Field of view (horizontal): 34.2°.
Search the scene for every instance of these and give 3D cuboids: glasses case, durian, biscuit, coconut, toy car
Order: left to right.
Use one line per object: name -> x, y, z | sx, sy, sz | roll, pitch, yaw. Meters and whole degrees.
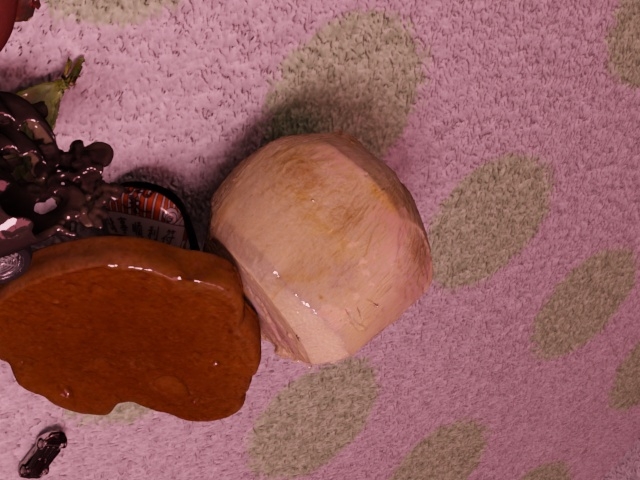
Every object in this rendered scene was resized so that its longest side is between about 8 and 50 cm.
durian -> -0.309, -0.104, 1.118 | 0.086, 0.100, 0.215 | 40, 50, -48
toy car -> -0.388, 0.297, 1.457 | 0.041, 0.025, 0.093 | 18, 114, -48
biscuit -> -0.227, 0.122, 1.284 | 0.358, 0.074, 0.381 | -14, 144, 22
glasses case -> -0.203, 0.034, 1.326 | 0.267, 0.103, 0.067 | 81, 23, -44
coconut -> 0.000, 0.000, 1.322 | 0.254, 0.297, 0.297 | -40, 140, -18

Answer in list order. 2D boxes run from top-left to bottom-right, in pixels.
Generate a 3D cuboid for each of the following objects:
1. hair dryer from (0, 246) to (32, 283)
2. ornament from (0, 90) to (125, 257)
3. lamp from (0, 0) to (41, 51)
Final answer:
hair dryer -> -0.396, 0.031, 1.174 | 0.071, 0.124, 0.219 | 3, 138, -38
ornament -> -0.343, -0.075, 1.018 | 0.260, 0.251, 0.106 | -28, 153, -17
lamp -> -0.382, -0.234, 0.914 | 0.258, 0.180, 0.180 | -5, 126, -34
